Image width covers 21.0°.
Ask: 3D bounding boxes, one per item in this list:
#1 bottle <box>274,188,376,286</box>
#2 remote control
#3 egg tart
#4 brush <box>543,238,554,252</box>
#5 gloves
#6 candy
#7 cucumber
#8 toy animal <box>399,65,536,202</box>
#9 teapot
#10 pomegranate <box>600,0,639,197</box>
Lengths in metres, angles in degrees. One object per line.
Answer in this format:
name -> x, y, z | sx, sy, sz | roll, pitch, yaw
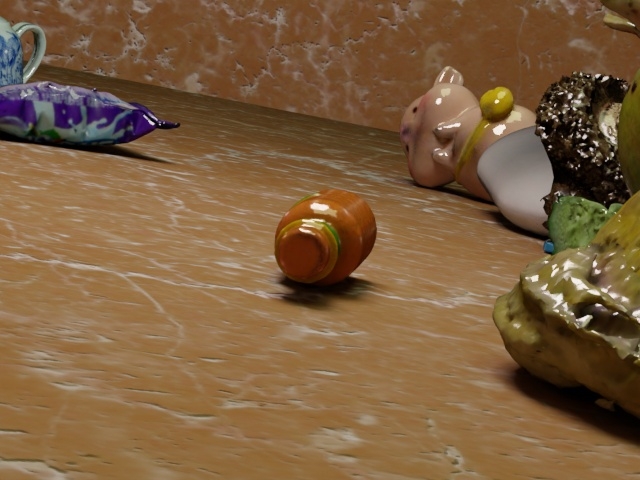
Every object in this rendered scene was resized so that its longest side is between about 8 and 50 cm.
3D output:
bottle -> 0.000, 0.000, 1.268 | 0.069, 0.069, 0.187 | 12, 6, 6
remote control -> 0.307, -0.074, 2.058 | 0.221, 0.103, 0.332 | -3, 19, -4
egg tart -> 0.283, 0.046, 1.052 | 0.352, 0.150, 0.352 | 10, 11, -2
brush -> 0.258, 0.015, 1.774 | 0.051, 0.014, 0.164 | 10, 8, 3
gloves -> 0.354, -0.055, 1.831 | 0.210, 0.135, 0.312 | -33, 68, -36
candy -> -0.310, -0.145, 1.956 | 0.275, 0.070, 0.145 | 2, 5, -33
cucumber -> 0.265, 0.013, 1.545 | 0.115, 0.085, 0.193 | 17, 3, 33
toy animal -> 0.211, -0.133, 2.322 | 0.149, 0.165, 0.248 | 11, 11, -44
teapot -> -0.462, -0.257, 2.296 | 0.159, 0.159, 0.232 | 17, 9, 40
pomegranate -> 0.417, -0.141, 1.633 | 0.291, 0.323, 0.291 | -13, -11, -3
